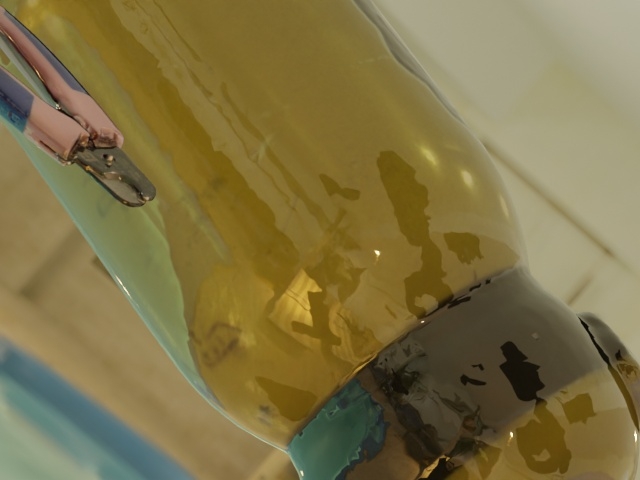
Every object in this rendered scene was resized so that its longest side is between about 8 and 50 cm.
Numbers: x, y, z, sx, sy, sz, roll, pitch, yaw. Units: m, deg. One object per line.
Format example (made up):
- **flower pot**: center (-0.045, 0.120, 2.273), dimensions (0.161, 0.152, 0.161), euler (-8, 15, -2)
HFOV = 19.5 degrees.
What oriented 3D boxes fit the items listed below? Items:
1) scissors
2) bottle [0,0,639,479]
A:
- **scissors**: center (-0.096, -0.047, 0.645), dimensions (0.039, 0.012, 0.113), euler (-18, 52, -44)
- **bottle**: center (0.000, 0.000, 0.816), dimensions (0.351, 0.171, 0.171), euler (53, 3, 12)
